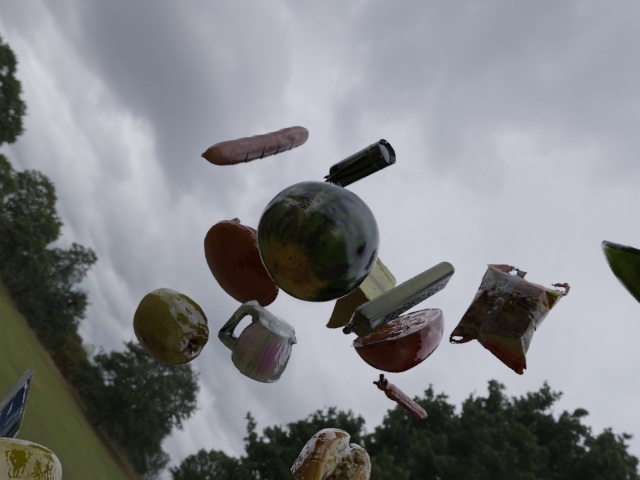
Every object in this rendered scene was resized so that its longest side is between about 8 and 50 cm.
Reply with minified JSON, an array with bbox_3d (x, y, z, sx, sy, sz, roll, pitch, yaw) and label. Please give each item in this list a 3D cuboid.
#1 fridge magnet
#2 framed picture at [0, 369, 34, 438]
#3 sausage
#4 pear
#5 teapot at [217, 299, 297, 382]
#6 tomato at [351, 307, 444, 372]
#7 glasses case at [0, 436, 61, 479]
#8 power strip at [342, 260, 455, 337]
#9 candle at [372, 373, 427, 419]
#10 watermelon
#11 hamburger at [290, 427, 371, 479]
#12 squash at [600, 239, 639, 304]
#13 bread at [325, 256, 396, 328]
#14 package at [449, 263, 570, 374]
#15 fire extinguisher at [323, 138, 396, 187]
[{"bbox_3d":[-0.287,0.087,1.605,0.364,0.155,0.363,21,-53,30],"label":"fridge magnet"},{"bbox_3d":[-0.945,0.546,1.301,0.189,0.023,0.260,-107,-142,-70],"label":"framed picture"},{"bbox_3d":[-0.198,-0.314,1.435,0.088,0.433,0.087,25,-53,39],"label":"sausage"},{"bbox_3d":[-0.431,0.255,1.268,0.211,0.188,0.228,26,-43,16],"label":"pear"},{"bbox_3d":[-0.172,0.291,1.283,0.221,0.163,0.178,39,-76,42],"label":"teapot"},{"bbox_3d":[0.281,0.348,1.455,0.338,0.338,0.143,-24,-92,56],"label":"tomato"},{"bbox_3d":[-0.539,0.340,0.556,0.173,0.371,0.141,-44,-132,29],"label":"glasses case"},{"bbox_3d":[0.217,0.162,1.167,0.066,0.388,0.092,51,-31,28],"label":"power strip"},{"bbox_3d":[0.283,0.557,1.520,0.051,0.048,0.329,-4,-40,45],"label":"candle"},{"bbox_3d":[-0.003,0.004,0.920,0.269,0.269,0.269,32,-41,33],"label":"watermelon"},{"bbox_3d":[0.019,0.492,0.940,0.144,0.156,0.283,29,-23,4],"label":"hamburger"},{"bbox_3d":[0.668,0.068,0.737,0.210,0.234,0.309,-48,-113,27],"label":"squash"},{"bbox_3d":[0.110,0.222,1.842,0.362,0.233,0.245,-29,-72,42],"label":"bread"},{"bbox_3d":[0.508,0.195,1.171,0.223,0.288,0.108,22,-15,36],"label":"package"},{"bbox_3d":[0.103,-0.238,1.437,0.294,0.118,0.093,-21,-83,38],"label":"fire extinguisher"}]
